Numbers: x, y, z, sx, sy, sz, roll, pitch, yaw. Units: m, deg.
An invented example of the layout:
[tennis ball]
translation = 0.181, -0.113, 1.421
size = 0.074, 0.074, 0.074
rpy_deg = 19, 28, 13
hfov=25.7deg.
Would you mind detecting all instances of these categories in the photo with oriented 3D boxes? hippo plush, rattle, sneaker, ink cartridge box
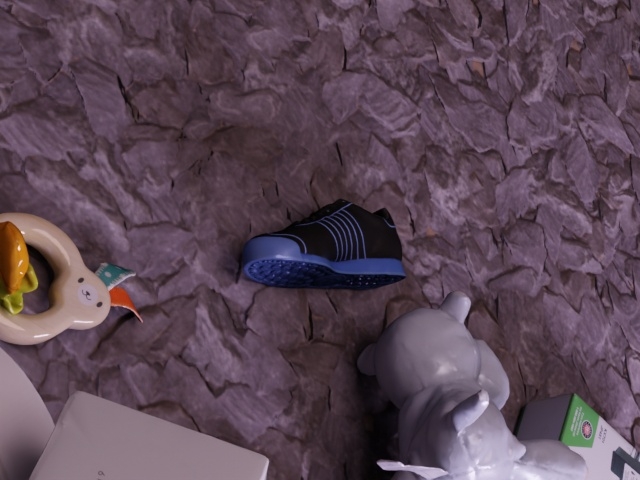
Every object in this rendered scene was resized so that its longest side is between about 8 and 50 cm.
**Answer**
[hippo plush]
translation = 0.112, 0.200, 1.494
size = 0.294, 0.234, 0.236
rpy_deg = 38, 19, -44
[rattle]
translation = -0.220, 0.024, 1.276
size = 0.200, 0.143, 0.130
rpy_deg = 17, 44, -30
[sneaker]
translation = 0.000, 0.000, 1.525
size = 0.232, 0.081, 0.090
rpy_deg = 7, 66, -47
[ink cartridge box]
translation = 0.320, 0.306, 1.680
size = 0.208, 0.087, 0.153
rpy_deg = 41, 51, -24

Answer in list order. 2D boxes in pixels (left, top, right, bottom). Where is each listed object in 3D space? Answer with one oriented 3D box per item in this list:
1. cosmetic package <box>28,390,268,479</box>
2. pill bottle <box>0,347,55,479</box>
[cosmetic package]
translation = -0.150, 0.312, 1.049
size = 0.156, 0.385, 0.217
rpy_deg = 19, 51, 8
[pill bottle]
translation = -0.384, 0.222, 0.986
size = 0.392, 0.224, 0.224
rpy_deg = -36, 98, -44
